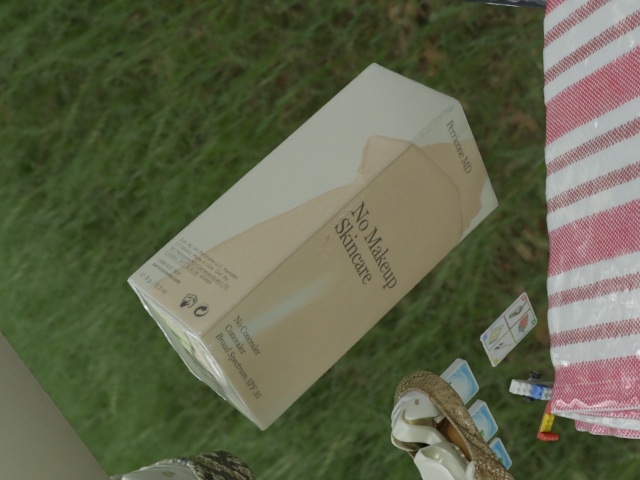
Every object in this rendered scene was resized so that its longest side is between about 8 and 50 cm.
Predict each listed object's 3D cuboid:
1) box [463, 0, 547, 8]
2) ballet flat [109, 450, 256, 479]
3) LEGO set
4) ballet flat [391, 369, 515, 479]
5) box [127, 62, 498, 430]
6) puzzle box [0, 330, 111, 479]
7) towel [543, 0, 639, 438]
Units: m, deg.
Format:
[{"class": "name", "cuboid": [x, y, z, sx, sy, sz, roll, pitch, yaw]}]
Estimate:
[{"class": "box", "cuboid": [0.149, -0.348, 0.875, 0.179, 0.312, 0.343, -98, 14, -58]}, {"class": "ballet flat", "cuboid": [-0.121, 0.282, 0.929, 0.182, 0.164, 0.483, 46, -164, -28]}, {"class": "LEGO set", "cuboid": [0.223, 0.163, 1.372, 0.060, 0.244, 0.182, 22, 148, 48]}, {"class": "ballet flat", "cuboid": [0.102, 0.176, 1.096, 0.206, 0.067, 0.073, 47, 119, 51]}, {"class": "box", "cuboid": [0.000, 0.000, 1.135, 0.121, 0.311, 0.148, 32, 159, 44]}, {"class": "puzzle box", "cuboid": [-0.282, 0.116, 0.426, 0.272, 0.409, 0.052, 53, 136, 6]}, {"class": "towel", "cuboid": [0.118, -0.031, 0.436, 0.144, 0.029, 0.197, 155, 117, -73]}]
